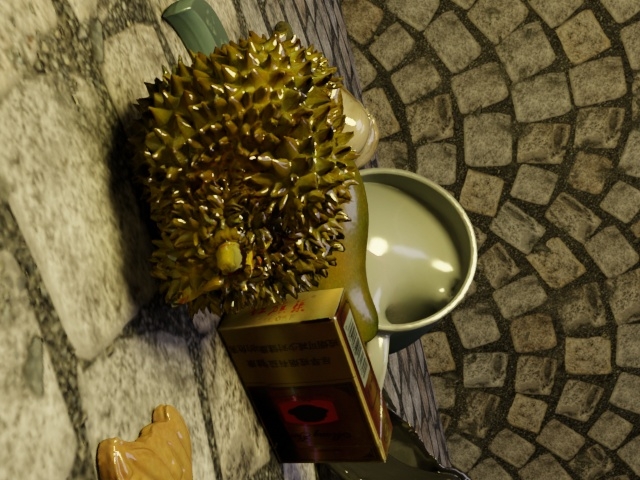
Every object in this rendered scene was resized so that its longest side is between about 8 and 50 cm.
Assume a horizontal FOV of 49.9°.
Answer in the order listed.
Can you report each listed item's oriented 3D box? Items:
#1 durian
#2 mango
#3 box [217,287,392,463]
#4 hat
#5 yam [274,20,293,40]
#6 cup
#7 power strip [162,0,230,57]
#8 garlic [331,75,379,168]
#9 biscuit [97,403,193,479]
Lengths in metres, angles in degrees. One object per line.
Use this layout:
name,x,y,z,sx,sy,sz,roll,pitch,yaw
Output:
durian,-0.074,-0.061,0.695,0.258,0.258,0.292,45,44,-68
mango,-0.005,-0.001,0.905,0.129,0.146,0.288,-6,-91,63
box,-0.015,0.177,0.867,0.071,0.160,0.240,-70,147,-55
hat,0.091,0.366,1.257,0.382,0.257,0.366,-7,54,-43
yam,-0.076,-0.418,1.457,0.043,0.043,0.094,58,22,-57
cup,0.084,0.101,1.105,0.274,0.260,0.356,103,-5,-69
power strip,-0.145,-0.228,0.944,0.137,0.044,0.215,-82,156,-60
garlic,-0.023,-0.184,1.033,0.228,0.152,0.228,43,6,-6
biscuit,-0.138,0.243,0.549,0.250,0.035,0.162,-87,156,-46
